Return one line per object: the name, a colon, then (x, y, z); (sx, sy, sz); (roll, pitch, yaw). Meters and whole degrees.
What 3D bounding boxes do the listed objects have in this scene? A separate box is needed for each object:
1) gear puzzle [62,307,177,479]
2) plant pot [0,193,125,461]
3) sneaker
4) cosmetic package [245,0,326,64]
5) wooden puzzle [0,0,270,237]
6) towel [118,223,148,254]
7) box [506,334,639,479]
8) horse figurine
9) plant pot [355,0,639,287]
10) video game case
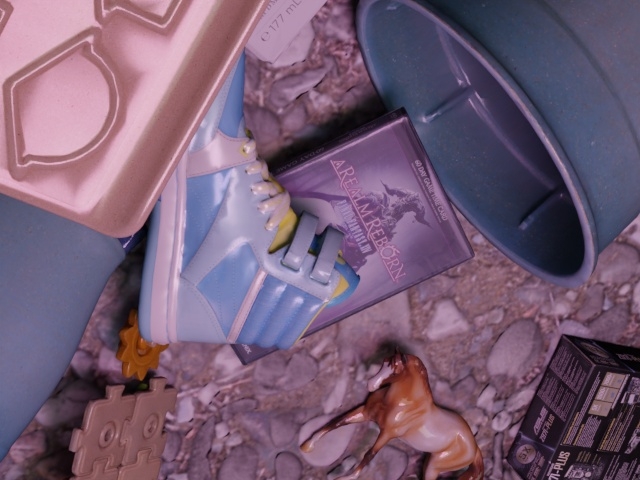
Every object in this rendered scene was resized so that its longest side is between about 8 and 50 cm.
gear puzzle: (-0.222, 0.219, 1.615); (0.175, 0.044, 0.339); (-1, 107, -63)
plant pot: (-0.324, 0.043, 1.406); (0.255, 0.272, 0.271); (-50, 125, -12)
sneaker: (-0.054, -0.041, 1.501); (0.208, 0.127, 0.319); (10, 109, 1)
cosmetic package: (-0.126, -0.360, 1.336); (0.385, 0.156, 0.217); (36, 99, -34)
wooden puzzle: (-0.232, -0.202, 1.238); (0.348, 0.080, 0.322); (24, 103, -28)
towel: (-0.223, 0.013, 1.535); (0.119, 0.067, 0.029); (-43, 126, 2)
box: (0.329, 0.217, 1.877); (0.147, 0.077, 0.180); (11, 110, -28)
horse figurine: (0.106, 0.234, 1.797); (0.174, 0.066, 0.263); (-45, 122, 10)
plant pot: (0.267, -0.190, 1.513); (0.334, 0.341, 0.341); (-38, 124, -12)
video game case: (0.000, 0.000, 1.619); (0.274, 0.026, 0.196); (-25, 123, 6)
